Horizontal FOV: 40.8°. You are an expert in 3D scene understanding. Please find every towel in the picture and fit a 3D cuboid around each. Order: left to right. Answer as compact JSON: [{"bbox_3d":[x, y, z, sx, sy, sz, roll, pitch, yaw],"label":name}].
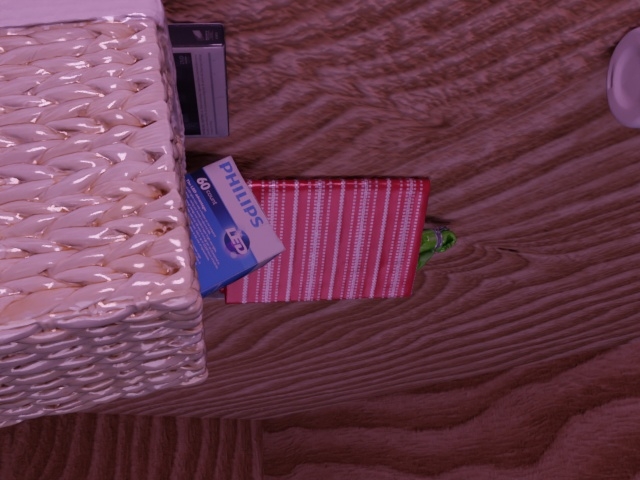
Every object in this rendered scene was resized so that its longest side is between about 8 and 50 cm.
[{"bbox_3d":[0.000,0.000,1.153,0.275,0.031,0.198,-1,127,-9],"label":"towel"}]

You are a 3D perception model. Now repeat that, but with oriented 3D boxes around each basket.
[{"bbox_3d":[-0.261,-0.004,0.712,0.332,0.266,0.328,-11,161,-10],"label":"basket"}]

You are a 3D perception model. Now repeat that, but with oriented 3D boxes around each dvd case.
[{"bbox_3d":[-0.208,-0.145,0.815,0.239,0.029,0.179,-2,161,-5],"label":"dvd case"}]

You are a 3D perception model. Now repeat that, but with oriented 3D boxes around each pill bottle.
[{"bbox_3d":[0.368,-0.149,0.812,0.170,0.094,0.094,1,161,-14],"label":"pill bottle"}]

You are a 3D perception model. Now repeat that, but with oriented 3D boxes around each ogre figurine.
[{"bbox_3d":[0.096,0.026,1.289,0.197,0.096,0.118,-1,177,30],"label":"ogre figurine"}]

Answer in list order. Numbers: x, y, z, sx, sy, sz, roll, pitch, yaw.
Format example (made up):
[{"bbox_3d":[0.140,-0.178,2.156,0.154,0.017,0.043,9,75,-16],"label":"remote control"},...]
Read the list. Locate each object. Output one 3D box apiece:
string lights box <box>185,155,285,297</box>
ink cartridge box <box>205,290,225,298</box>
[{"bbox_3d":[-0.184,0.016,0.972,0.260,0.133,0.077,-27,174,-32],"label":"string lights box"},{"bbox_3d":[-0.137,0.085,1.536,0.146,0.045,0.179,3,179,-22],"label":"ink cartridge box"}]
